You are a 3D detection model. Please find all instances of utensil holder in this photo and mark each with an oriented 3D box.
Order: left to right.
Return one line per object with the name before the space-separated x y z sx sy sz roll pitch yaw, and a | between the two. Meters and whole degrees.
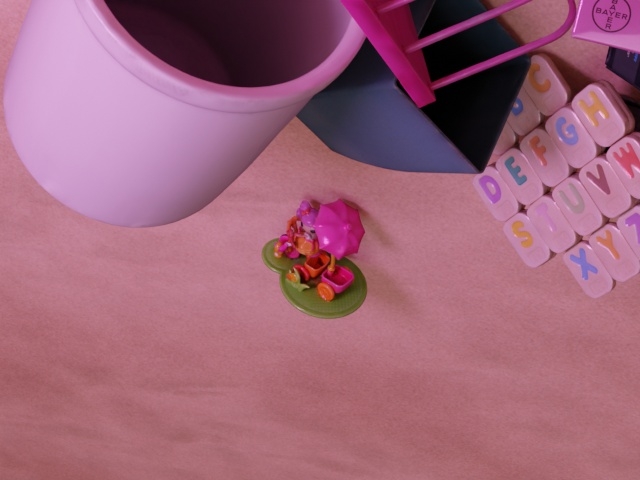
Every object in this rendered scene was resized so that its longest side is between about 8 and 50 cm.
utensil holder | -0.164 -0.222 1.688 0.328 0.327 0.385 28 152 -12

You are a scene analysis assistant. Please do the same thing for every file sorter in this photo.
file sorter | 0.095 -0.303 1.394 0.182 0.202 0.290 -22 146 16

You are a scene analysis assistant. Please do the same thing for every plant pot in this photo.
plant pot | 0.082 -0.179 1.767 0.234 0.165 0.165 -4 143 47

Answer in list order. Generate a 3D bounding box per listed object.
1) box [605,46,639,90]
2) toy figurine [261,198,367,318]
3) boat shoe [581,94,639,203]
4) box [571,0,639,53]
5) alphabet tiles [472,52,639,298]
box | 0.389 -0.213 1.570 0.175 0.051 0.220 38 155 21
toy figurine | 0.000 0.000 2.180 0.173 0.130 0.159 37 140 21
boat shoe | 0.430 -0.080 1.728 0.301 0.108 0.102 31 138 28
box | 0.360 -0.281 1.365 0.214 0.117 0.243 16 113 9
alphabet tiles | 0.287 -0.071 1.800 0.278 0.021 0.284 58 147 6
